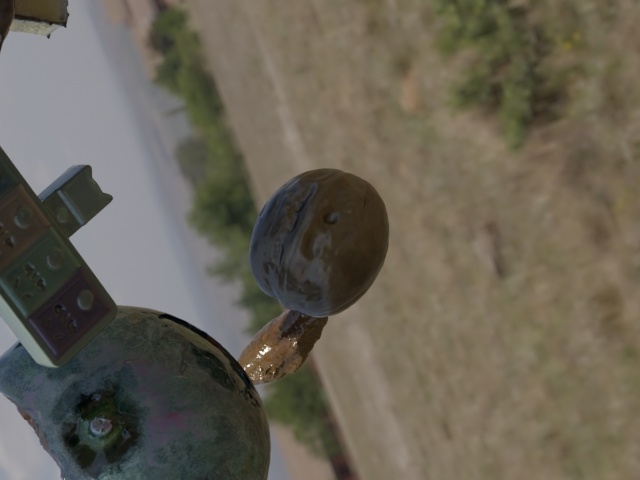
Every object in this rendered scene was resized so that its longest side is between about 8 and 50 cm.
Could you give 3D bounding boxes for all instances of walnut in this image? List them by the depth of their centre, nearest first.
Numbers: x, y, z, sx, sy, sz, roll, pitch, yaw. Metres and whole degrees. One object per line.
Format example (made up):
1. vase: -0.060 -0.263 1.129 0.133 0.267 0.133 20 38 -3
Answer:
1. walnut: 0.000 0.000 1.995 0.140 0.140 0.162 90 -156 -78

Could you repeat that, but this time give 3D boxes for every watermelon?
1. watermelon: -0.180 0.158 1.859 0.322 0.188 0.175 36 177 14

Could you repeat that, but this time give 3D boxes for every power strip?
1. power strip: -0.258 -0.008 1.734 0.061 0.145 0.216 5 132 58

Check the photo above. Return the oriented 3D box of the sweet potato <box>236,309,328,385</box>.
1. sweet potato: -0.035 0.112 2.211 0.060 0.206 0.068 -1 -132 -50

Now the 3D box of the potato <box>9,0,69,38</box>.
1. potato: -0.320 -0.289 2.125 0.061 0.086 0.122 -26 62 53

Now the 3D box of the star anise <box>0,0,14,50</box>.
1. star anise: -0.333 -0.227 1.481 0.359 0.139 0.316 28 153 -7
